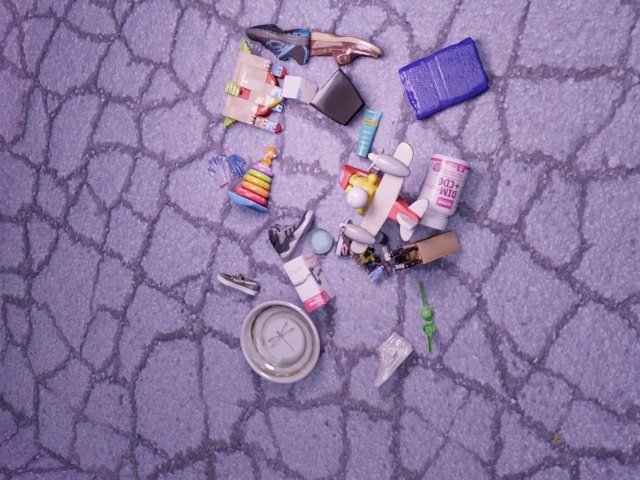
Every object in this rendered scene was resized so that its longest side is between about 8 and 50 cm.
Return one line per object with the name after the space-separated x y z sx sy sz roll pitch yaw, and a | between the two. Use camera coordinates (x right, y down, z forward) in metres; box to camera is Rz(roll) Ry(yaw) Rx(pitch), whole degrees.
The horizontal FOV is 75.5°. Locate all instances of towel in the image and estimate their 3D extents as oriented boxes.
0.497 -0.651 1.679 0.308 0.076 0.227 -20 96 17 | towel

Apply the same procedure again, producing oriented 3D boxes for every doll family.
0.225 0.091 1.828 0.111 0.076 0.193 -45 87 11 | doll family

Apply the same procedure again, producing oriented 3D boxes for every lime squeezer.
0.451 0.336 1.772 0.059 0.110 0.310 -20 58 33 | lime squeezer

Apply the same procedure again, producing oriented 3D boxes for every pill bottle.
0.486 -0.194 1.674 0.161 0.160 0.282 18 101 14 | pill bottle

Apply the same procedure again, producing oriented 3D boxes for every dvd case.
0.123 -0.004 1.787 0.013 0.087 0.119 -19 116 29 | dvd case

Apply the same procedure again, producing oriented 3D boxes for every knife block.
0.419 0.046 1.674 0.276 0.242 0.088 -18 91 17 | knife block

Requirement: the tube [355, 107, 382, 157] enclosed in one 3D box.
0.203 -0.465 1.795 0.080 0.052 0.207 15 94 4 | tube

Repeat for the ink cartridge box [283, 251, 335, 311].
-0.047 0.181 1.861 0.100 0.172 0.237 -30 86 17 | ink cartridge box

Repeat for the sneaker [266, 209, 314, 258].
-0.148 -0.055 1.904 0.153 0.101 0.268 37 107 8 | sneaker

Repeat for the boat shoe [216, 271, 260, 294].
-0.399 0.194 2.022 0.220 0.078 0.070 21 102 6 | boat shoe

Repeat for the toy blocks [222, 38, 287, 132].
-0.268 -0.660 1.864 0.261 0.191 0.381 19 101 2 | toy blocks

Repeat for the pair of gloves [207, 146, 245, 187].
-0.454 -0.359 2.010 0.198 0.023 0.159 -27 89 18 | pair of gloves

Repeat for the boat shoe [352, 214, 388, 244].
0.219 -0.040 1.822 0.065 0.083 0.183 -52 53 10 | boat shoe

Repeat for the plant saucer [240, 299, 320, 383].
-0.182 0.471 1.967 0.401 0.100 0.400 2 96 17 | plant saucer

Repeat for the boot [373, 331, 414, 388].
0.291 0.528 1.846 0.123 0.095 0.258 40 96 16 | boot

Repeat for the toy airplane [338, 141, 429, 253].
0.223 -0.153 1.629 0.385 0.273 0.385 -11 88 47 | toy airplane

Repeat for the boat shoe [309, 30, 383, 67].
0.096 -0.798 1.760 0.342 0.123 0.123 20 108 18 | boat shoe

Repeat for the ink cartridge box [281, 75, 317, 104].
-0.087 -0.655 1.818 0.090 0.143 0.092 19 101 32 | ink cartridge box

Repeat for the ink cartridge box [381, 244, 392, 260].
0.287 0.053 1.780 0.029 0.115 0.062 -23 88 17 | ink cartridge box

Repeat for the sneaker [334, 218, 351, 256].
0.120 -0.010 1.859 0.077 0.072 0.178 13 103 -3 | sneaker

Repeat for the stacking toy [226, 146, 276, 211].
-0.284 -0.293 1.912 0.175 0.166 0.301 24 90 25 | stacking toy

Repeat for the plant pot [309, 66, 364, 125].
0.084 -0.588 1.753 0.167 0.187 0.188 44 105 -4 | plant pot

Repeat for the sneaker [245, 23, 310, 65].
-0.197 -0.868 1.829 0.341 0.125 0.139 26 136 27 | sneaker

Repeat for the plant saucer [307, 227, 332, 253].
0.000 0.000 1.909 0.120 0.021 0.119 2 96 17 | plant saucer
